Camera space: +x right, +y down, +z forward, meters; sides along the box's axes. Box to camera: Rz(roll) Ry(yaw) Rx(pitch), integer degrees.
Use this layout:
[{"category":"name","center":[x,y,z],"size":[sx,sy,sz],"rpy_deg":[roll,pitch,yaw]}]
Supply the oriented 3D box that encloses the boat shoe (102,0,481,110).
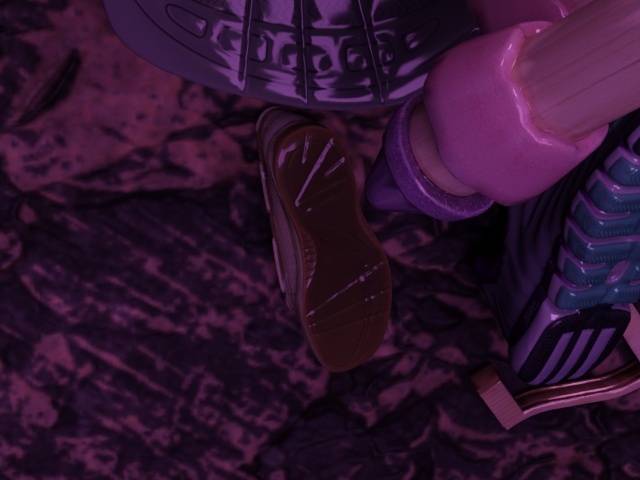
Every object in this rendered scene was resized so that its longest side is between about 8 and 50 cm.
[{"category":"boat shoe","center":[0.050,-0.129,0.887],"size":[0.320,0.103,0.118],"rpy_deg":[-5,96,-9]}]

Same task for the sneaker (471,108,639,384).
[{"category":"sneaker","center":[0.139,-0.030,0.909],"size":[0.083,0.098,0.223],"rpy_deg":[-1,134,-36]}]

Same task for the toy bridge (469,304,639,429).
[{"category":"toy bridge","center":[0.180,0.051,1.022],"size":[0.188,0.026,0.063],"rpy_deg":[-35,116,2]}]

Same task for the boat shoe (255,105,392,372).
[{"category":"boat shoe","center":[-0.002,0.000,0.959],"size":[0.056,0.048,0.153],"rpy_deg":[-26,121,-15]}]

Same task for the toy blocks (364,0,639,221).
[{"category":"toy blocks","center":[0.045,-0.188,0.740],"size":[0.288,0.309,0.260],"rpy_deg":[48,139,-12]}]
